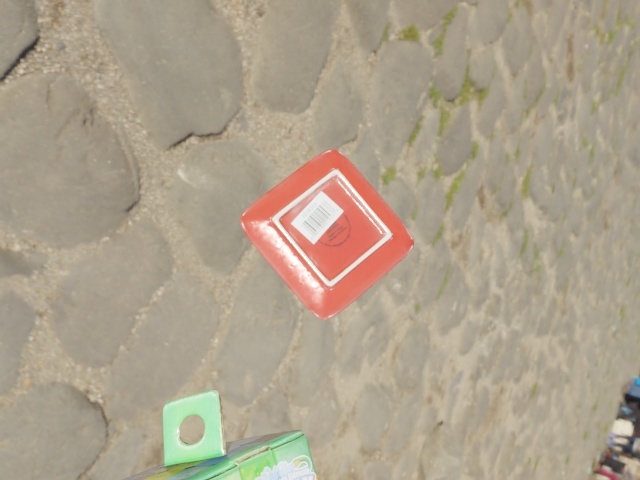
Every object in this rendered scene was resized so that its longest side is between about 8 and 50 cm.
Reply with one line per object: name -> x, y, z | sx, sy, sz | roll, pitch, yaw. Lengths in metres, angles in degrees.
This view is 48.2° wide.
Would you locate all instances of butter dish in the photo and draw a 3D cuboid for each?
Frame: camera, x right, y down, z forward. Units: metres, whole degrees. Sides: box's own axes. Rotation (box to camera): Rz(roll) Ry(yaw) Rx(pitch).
butter dish -> 0.000, 0.000, 0.862 | 0.160, 0.160, 0.118 | -39, 178, -20

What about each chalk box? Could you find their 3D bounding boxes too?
chalk box -> -0.082, 0.225, 0.539 | 0.132, 0.132, 0.213 | -7, 78, -54
